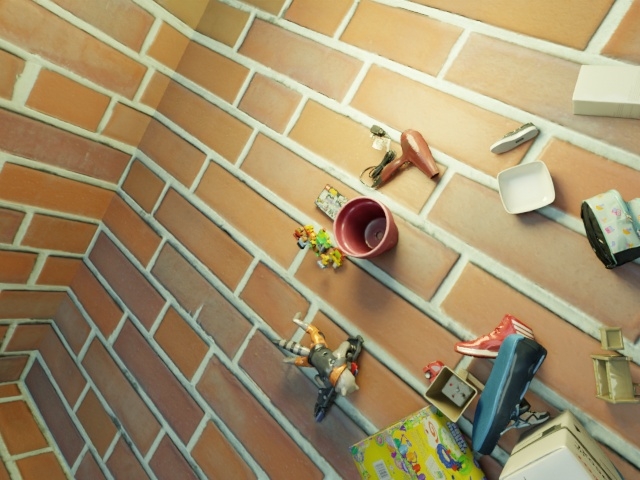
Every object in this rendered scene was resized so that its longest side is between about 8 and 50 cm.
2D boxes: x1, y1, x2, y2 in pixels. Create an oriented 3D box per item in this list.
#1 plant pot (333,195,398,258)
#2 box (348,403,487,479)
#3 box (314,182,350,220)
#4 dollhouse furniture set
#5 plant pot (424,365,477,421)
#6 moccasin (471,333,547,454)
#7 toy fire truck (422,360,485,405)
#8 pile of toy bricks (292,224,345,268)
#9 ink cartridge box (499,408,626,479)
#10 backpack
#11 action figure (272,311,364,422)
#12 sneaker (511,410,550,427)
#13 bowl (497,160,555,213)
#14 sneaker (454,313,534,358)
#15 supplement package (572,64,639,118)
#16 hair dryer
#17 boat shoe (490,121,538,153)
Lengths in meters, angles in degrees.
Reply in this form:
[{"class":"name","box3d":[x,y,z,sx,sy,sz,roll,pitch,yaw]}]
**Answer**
[{"class":"plant pot","box3d":[0.170,-0.033,1.461,0.201,0.180,0.202,-5,80,30]},{"class":"box","box3d":[0.282,0.642,1.204,0.177,0.279,0.290,-46,60,37]},{"class":"box","box3d":[0.050,-0.139,1.640,0.137,0.027,0.094,42,102,29]},{"class":"dollhouse furniture set","box3d":[0.790,0.311,1.107,0.160,0.101,0.182,-2,79,6]},{"class":"plant pot","box3d":[0.382,0.434,1.249,0.109,0.096,0.109,37,98,31]},{"class":"moccasin","box3d":[0.507,0.425,1.160,0.116,0.138,0.342,18,102,3]},{"class":"toy fire truck","box3d":[0.415,0.434,1.315,0.135,0.047,0.192,-42,63,18]},{"class":"pile of toy bricks","box3d":[0.000,0.000,1.585,0.212,0.118,0.105,51,127,26]},{"class":"ink cartridge box","box3d":[0.587,0.581,0.984,0.166,0.395,0.285,-42,64,19]},{"class":"backpack","box3d":[0.759,-0.038,1.119,0.144,0.166,0.188,-31,71,22]},{"class":"action figure","box3d":[-0.015,0.450,1.500,0.330,0.178,0.341,22,91,41]},{"class":"sneaker","box3d":[0.579,0.489,1.213,0.109,0.040,0.044,-25,68,25]},{"class":"bowl","box3d":[0.610,-0.152,1.293,0.142,0.053,0.142,-17,73,28]},{"class":"sneaker","box3d":[0.507,0.281,1.278,0.221,0.087,0.128,0,73,19]},{"class":"supplement package","box3d":[0.800,-0.406,1.192,0.179,0.105,0.105,16,90,31]},{"class":"hair dryer","box3d":[0.283,-0.275,1.515,0.293,0.080,0.224,21,109,37]},{"class":"boat shoe","box3d":[0.590,-0.314,1.340,0.142,0.049,0.040,-24,51,24]}]
